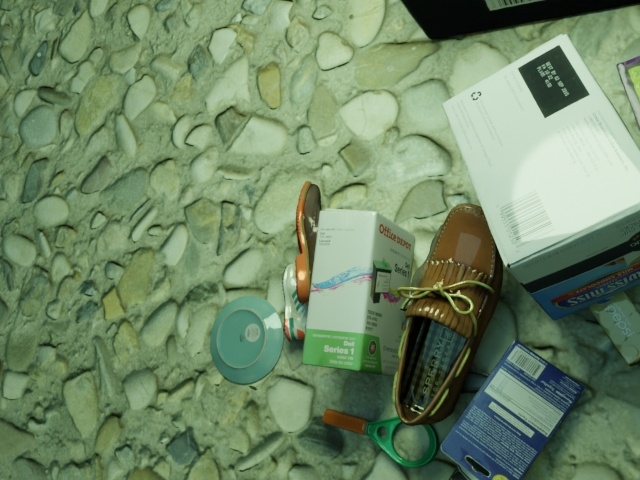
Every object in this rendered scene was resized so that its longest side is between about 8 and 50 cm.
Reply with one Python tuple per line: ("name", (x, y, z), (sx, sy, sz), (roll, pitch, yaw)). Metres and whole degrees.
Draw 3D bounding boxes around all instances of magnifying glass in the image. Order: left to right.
("magnifying glass", (0.109, 0.356, 1.284), (0.231, 0.026, 0.092), (9, 82, 28))

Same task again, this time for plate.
("plate", (-0.164, 0.209, 1.466), (0.188, 0.024, 0.188), (-8, 73, 27))

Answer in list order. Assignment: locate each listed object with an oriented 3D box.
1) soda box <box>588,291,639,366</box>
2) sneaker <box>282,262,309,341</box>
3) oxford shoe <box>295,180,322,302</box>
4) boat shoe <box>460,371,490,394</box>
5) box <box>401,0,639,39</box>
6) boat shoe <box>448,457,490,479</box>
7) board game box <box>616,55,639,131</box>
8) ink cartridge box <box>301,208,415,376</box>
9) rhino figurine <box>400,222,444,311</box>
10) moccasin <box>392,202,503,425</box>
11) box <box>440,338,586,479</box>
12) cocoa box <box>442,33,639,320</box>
("soda box", (0.477, 0.112, 1.124), (0.061, 0.058, 0.181), (-35, 63, 17))
("sneaker", (-0.036, 0.124, 1.407), (0.075, 0.057, 0.161), (-5, 73, 9))
("oxford shoe", (0.000, 0.000, 1.397), (0.098, 0.097, 0.271), (-2, 63, 2))
("boat shoe", (0.251, 0.252, 1.222), (0.125, 0.038, 0.046), (-1, 77, 28))
("box", (0.380, -0.670, 1.230), (0.479, 0.297, 0.472), (-2, 79, 27))
("boat shoe", (0.301, 0.455, 1.128), (0.219, 0.077, 0.070), (40, 97, 38))
("board game box", (0.639, -0.172, 1.115), (0.208, 0.056, 0.347), (-20, 69, 27))
("ink cartridge box", (0.076, 0.099, 1.260), (0.117, 0.201, 0.278), (1, 78, 28))
("rhino figurine", (0.223, 0.073, 1.263), (0.106, 0.073, 0.243), (29, 93, 27))
("moccasin", (0.202, 0.124, 1.149), (0.139, 0.147, 0.380), (24, 99, 26))
("box", (0.315, 0.295, 1.142), (0.136, 0.036, 0.225), (36, 83, 18))
("cocoa box", (0.378, -0.096, 1.091), (0.231, 0.228, 0.347), (-28, 51, 20))
